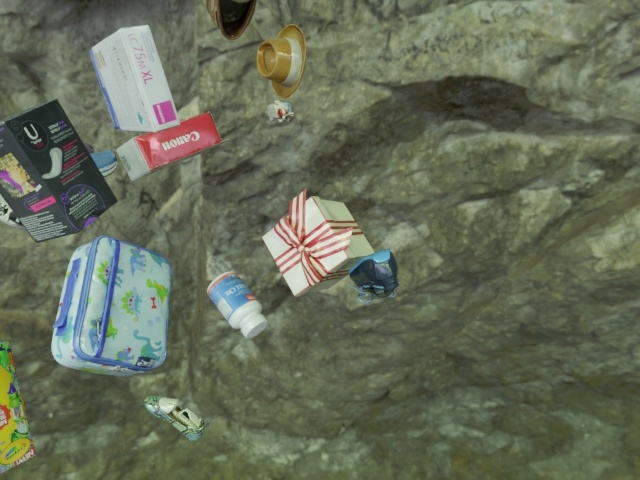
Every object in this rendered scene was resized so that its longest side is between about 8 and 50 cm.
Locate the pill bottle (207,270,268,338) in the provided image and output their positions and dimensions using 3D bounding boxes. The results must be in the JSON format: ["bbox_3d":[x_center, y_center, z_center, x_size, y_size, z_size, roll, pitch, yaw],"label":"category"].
[{"bbox_3d":[-0.279,0.222,1.668,0.124,0.221,0.124,-36,-22,-17],"label":"pill bottle"}]

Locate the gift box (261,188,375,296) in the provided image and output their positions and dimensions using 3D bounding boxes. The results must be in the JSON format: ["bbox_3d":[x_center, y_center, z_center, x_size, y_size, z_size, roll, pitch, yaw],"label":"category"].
[{"bbox_3d":[0.000,0.000,1.534,0.276,0.255,0.258,-43,-18,23],"label":"gift box"}]

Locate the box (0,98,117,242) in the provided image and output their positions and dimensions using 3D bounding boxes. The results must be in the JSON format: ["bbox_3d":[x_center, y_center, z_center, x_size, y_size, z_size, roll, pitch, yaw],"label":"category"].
[{"bbox_3d":[-0.625,-0.155,1.111,0.143,0.165,0.270,-10,-61,22],"label":"box"}]

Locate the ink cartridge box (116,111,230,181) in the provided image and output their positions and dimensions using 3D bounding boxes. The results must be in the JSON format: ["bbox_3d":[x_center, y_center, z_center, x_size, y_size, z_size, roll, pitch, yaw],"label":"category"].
[{"bbox_3d":[-0.524,-0.344,1.746,0.309,0.130,0.272,-33,17,-35],"label":"ink cartridge box"}]

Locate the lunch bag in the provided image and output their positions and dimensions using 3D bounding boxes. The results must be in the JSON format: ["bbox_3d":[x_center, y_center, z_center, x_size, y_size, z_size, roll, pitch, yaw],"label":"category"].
[{"bbox_3d":[-0.343,0.112,0.821,0.090,0.219,0.176,-19,-33,30],"label":"lunch bag"}]

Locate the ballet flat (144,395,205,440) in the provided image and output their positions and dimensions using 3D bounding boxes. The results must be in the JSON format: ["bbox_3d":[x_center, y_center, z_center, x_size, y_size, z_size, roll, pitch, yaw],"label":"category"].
[{"bbox_3d":[-0.398,0.477,1.354,0.188,0.070,0.070,37,-26,-7],"label":"ballet flat"}]

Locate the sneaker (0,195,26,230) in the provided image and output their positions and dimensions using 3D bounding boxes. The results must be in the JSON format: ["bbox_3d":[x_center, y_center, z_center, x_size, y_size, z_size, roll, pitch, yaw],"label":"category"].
[{"bbox_3d":[-0.871,-0.089,1.353,0.086,0.085,0.237,22,-5,41],"label":"sneaker"}]

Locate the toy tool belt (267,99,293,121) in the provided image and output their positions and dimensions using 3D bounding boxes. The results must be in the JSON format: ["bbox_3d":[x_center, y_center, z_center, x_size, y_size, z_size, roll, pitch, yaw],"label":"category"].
[{"bbox_3d":[-0.086,-0.301,1.133,0.051,0.052,0.083,-17,22,-25],"label":"toy tool belt"}]

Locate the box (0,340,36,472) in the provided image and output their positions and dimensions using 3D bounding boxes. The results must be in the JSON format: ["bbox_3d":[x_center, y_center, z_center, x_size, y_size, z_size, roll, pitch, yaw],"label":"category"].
[{"bbox_3d":[-0.826,0.395,1.044,0.177,0.279,0.290,-10,4,33],"label":"box"}]

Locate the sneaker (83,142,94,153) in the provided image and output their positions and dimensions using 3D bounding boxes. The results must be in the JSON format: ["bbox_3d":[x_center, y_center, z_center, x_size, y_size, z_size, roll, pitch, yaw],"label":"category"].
[{"bbox_3d":[-0.886,-0.306,1.621,0.283,0.107,0.124,19,21,13],"label":"sneaker"}]

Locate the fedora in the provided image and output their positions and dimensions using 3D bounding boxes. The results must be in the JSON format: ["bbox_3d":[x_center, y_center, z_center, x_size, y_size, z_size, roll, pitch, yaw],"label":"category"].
[{"bbox_3d":[-0.108,-0.454,1.228,0.079,0.194,0.194,0,-16,-32],"label":"fedora"}]

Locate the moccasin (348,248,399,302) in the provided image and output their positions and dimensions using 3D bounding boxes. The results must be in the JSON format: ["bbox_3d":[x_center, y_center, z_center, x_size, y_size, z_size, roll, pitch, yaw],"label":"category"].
[{"bbox_3d":[0.148,0.116,1.371,0.137,0.117,0.342,-21,-11,0],"label":"moccasin"}]

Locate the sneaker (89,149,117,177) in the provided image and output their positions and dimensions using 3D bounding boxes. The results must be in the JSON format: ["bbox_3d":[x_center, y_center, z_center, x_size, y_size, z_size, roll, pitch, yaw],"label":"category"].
[{"bbox_3d":[-0.729,-0.243,1.404,0.129,0.147,0.330,3,14,25],"label":"sneaker"}]

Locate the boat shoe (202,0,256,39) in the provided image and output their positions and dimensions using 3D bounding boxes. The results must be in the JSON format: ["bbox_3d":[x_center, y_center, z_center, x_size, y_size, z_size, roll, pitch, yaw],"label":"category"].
[{"bbox_3d":[-0.159,-0.531,0.965,0.122,0.120,0.324,-16,-11,-19],"label":"boat shoe"}]

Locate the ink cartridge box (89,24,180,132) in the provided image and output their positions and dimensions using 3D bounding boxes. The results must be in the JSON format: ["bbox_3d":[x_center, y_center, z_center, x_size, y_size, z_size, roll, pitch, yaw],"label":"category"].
[{"bbox_3d":[-0.394,-0.323,1.012,0.065,0.186,0.311,-26,25,-31],"label":"ink cartridge box"}]
